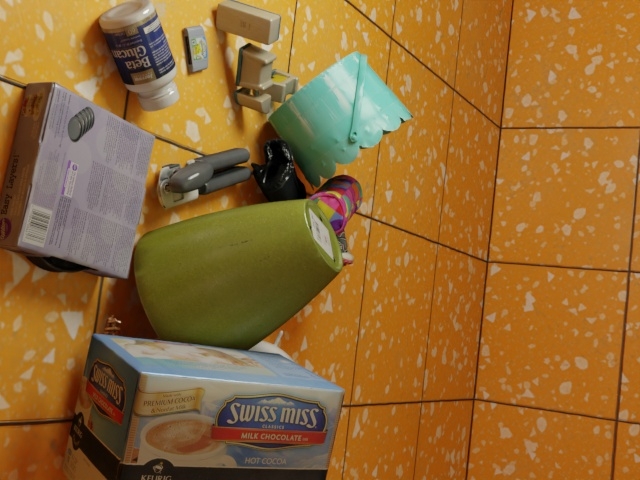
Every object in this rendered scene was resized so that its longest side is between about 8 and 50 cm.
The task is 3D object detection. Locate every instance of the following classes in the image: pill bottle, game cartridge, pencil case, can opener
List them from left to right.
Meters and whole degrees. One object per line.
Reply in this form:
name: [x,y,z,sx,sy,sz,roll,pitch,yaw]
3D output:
pill bottle: [-0.295,-0.305,1.486,0.094,0.094,0.169,-55,138,-43]
game cartridge: [-0.233,-0.360,1.674,0.056,0.017,0.083,-37,125,-59]
can opener: [-0.202,-0.120,1.675,0.283,0.095,0.076,-26,117,-57]
pencil case: [0.028,-0.075,1.910,0.236,0.104,0.104,-50,137,-70]

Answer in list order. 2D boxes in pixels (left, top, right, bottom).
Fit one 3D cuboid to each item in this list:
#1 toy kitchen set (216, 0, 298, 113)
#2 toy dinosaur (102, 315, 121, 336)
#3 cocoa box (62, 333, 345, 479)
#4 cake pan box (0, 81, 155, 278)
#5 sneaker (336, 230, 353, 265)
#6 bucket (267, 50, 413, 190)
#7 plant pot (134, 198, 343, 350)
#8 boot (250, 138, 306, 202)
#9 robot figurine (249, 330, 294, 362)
toy kitchen set: [-0.122,-0.383,1.806,0.166,0.122,0.207,-43,150,-51]
toy dinosaur: [-0.317,0.293,1.477,0.218,0.164,0.322,-17,131,-43]
cocoa box: [-0.178,0.290,1.364,0.347,0.231,0.228,11,93,-32]
cake pan box: [-0.377,-0.080,1.394,0.245,0.070,0.267,23,73,-57]
sneaker: [0.000,0.000,1.980,0.299,0.120,0.112,-104,-179,-77]
bucket: [0.038,-0.256,1.882,0.183,0.281,0.281,54,38,-4]
plant pot: [-0.120,0.051,1.539,0.275,0.293,0.275,55,20,-31]
boot: [-0.092,-0.062,1.842,0.207,0.094,0.246,65,31,-64]
robot figurine: [-0.158,0.330,1.699,0.353,0.199,0.300,-56,178,-42]
